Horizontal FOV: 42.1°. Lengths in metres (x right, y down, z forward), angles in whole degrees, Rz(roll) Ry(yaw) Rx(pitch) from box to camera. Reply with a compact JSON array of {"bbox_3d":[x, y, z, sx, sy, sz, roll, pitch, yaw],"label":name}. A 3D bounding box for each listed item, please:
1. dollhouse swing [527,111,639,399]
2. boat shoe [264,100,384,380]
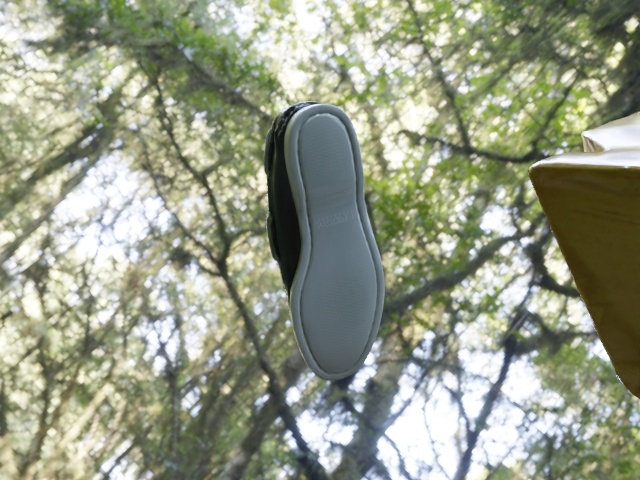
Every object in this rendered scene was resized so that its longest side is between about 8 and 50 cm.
[{"bbox_3d":[0.339,0.071,0.414,0.315,0.346,0.305,10,-64,53],"label":"dollhouse swing"},{"bbox_3d":[0.000,0.000,0.914,0.091,0.114,0.303,-159,-114,-63],"label":"boat shoe"}]
